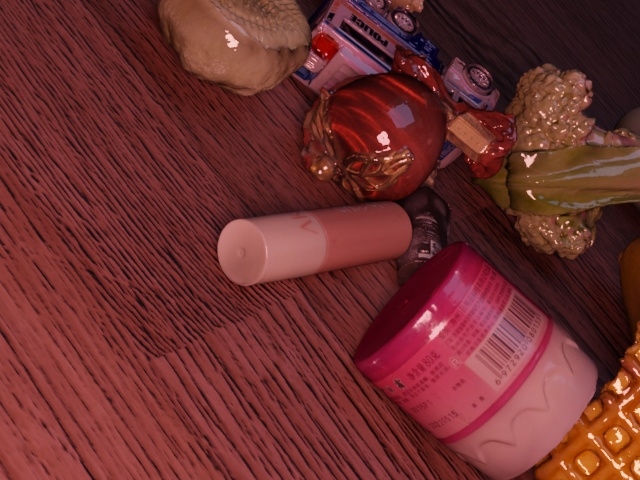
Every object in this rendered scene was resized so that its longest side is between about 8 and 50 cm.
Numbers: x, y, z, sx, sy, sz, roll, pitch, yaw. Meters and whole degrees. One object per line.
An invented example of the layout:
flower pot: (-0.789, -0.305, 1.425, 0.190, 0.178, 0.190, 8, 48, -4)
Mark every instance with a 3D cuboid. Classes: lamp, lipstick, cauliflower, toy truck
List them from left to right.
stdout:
lipstick: (0.000, 0.000, 1.290, 0.254, 0.070, 0.070, -9, 61, -51)
toy truck: (0.095, -0.206, 1.570, 0.268, 0.124, 0.155, 36, 42, -10)
lamp: (0.096, -0.126, 1.406, 0.215, 0.223, 0.151, 45, -2, 13)
cauliflower: (0.364, -0.104, 1.631, 0.315, 0.239, 0.256, 3, 72, 7)

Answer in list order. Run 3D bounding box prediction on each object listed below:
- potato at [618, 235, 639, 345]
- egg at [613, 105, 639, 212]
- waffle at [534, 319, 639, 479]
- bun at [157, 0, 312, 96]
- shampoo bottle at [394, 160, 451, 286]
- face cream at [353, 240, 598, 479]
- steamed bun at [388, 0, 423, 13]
potato: (0.523, 0.132, 1.597, 0.218, 0.202, 0.351, 18, 33, -52)
egg: (0.564, -0.119, 1.938, 0.168, 0.168, 0.231, -4, 52, -49)
waffle: (0.343, 0.221, 1.243, 0.291, 0.291, 0.051, 55, 16, 15)
bun: (-0.107, -0.243, 1.394, 0.195, 0.118, 0.195, 30, 30, -20)
shampoo bottle: (0.125, -0.022, 1.455, 0.057, 0.063, 0.208, 42, 31, -26)
face cream: (0.159, 0.125, 1.233, 0.195, 0.175, 0.175, 42, 33, -5)
steamed bun: (0.095, -0.416, 1.752, 0.200, 0.170, 0.225, 25, 40, -36)
